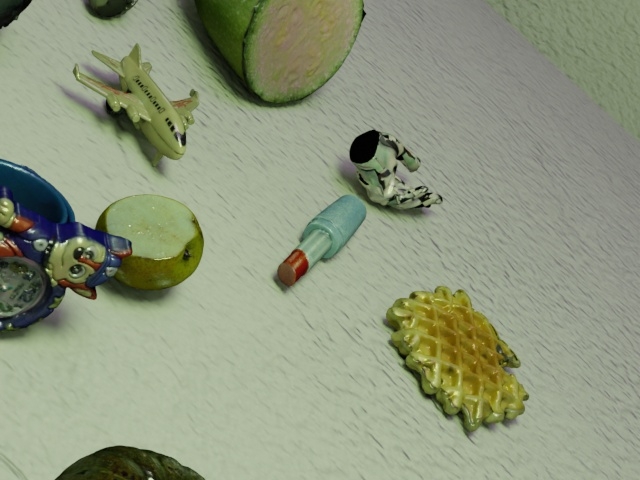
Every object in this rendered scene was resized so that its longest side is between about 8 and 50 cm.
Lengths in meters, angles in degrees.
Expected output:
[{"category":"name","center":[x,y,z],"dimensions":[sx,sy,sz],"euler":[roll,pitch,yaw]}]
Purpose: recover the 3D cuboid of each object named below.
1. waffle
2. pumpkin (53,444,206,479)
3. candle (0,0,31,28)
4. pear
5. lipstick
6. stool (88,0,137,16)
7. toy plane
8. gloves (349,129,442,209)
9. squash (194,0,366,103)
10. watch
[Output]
[{"category":"waffle","center":[0.225,0.183,1.521],"dimensions":[0.250,0.056,0.261],"euler":[-15,63,-52]},{"category":"pumpkin","center":[-0.175,0.299,0.894],"dimensions":[0.224,0.157,0.223],"euler":[37,27,-23]},{"category":"candle","center":[-0.562,-0.386,1.269],"dimensions":[0.221,0.221,0.343],"euler":[49,34,15]},{"category":"pear","center":[-0.224,0.012,1.238],"dimensions":[0.141,0.104,0.141],"euler":[6,41,-6]},{"category":"lipstick","center":[0.000,0.000,1.507],"dimensions":[0.068,0.061,0.274],"euler":[43,33,1]},{"category":"stool","center":[-0.364,-0.504,1.662],"dimensions":[0.139,0.153,0.228],"euler":[25,36,-22]},{"category":"toy plane","center":[-0.266,-0.206,1.464],"dimensions":[0.229,0.092,0.244],"euler":[5,47,-44]},{"category":"gloves","center":[0.137,-0.114,1.750],"dimensions":[0.212,0.111,0.127],"euler":[50,14,-43]},{"category":"squash","center":[-0.127,-0.454,1.778],"dimensions":[0.309,0.310,0.310],"euler":[35,28,30]},{"category":"watch","center":[-0.360,-0.007,1.090],"dimensions":[0.196,0.171,0.200],"euler":[24,23,-43]}]
